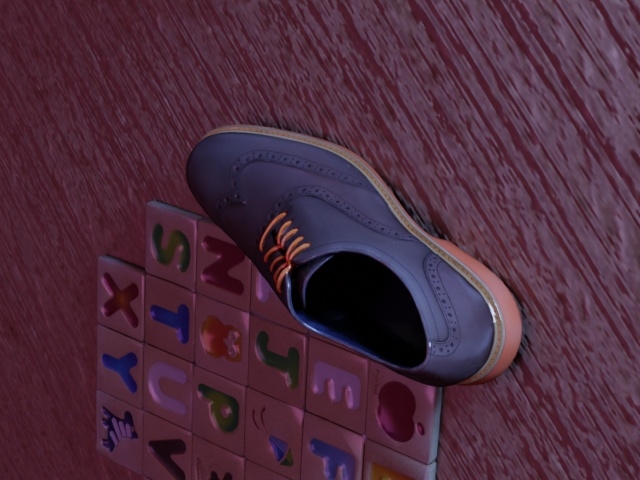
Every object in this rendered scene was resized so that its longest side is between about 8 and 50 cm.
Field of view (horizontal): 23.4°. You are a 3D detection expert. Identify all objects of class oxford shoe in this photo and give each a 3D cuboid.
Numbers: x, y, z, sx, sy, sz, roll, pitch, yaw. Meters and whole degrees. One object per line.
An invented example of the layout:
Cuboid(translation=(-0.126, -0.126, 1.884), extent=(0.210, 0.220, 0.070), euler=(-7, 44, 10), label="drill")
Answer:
Cuboid(translation=(0.000, 0.000, 0.978), extent=(0.271, 0.098, 0.097), euler=(32, 110, 31), label="oxford shoe")

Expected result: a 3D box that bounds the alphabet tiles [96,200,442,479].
Cuboid(translation=(-0.052, 0.133, 1.133), extent=(0.342, 0.011, 0.285), euler=(18, 113, 39), label="alphabet tiles")
